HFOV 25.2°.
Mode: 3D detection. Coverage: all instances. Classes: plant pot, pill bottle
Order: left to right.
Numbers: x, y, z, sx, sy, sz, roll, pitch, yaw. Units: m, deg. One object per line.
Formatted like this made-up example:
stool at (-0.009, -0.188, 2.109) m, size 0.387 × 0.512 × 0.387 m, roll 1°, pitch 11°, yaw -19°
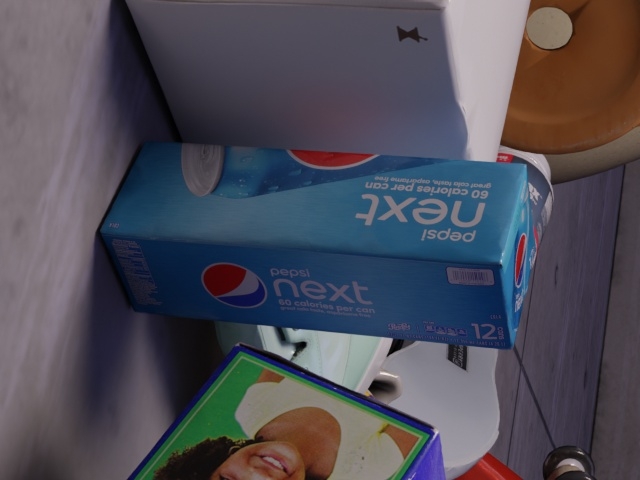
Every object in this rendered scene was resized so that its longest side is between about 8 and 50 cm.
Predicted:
pill bottle at (0.185, -0.032, 1.490) m, size 0.180 × 0.108 × 0.108 m, roll -59°, pitch 148°, yaw -56°
plant pot at (0.193, -0.195, 1.144) m, size 0.203 × 0.291 × 0.291 m, roll -62°, pitch 151°, yaw -61°

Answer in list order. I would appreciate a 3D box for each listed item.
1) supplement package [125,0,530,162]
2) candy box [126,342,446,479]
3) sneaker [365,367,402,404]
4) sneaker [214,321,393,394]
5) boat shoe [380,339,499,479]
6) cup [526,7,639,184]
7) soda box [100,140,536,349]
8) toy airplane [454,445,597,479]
supplement package at (0.028, -0.182, 0.841) m, size 0.177 × 0.175 × 0.293 m, roll 74°, pitch 27°, yaw -52°
candy box at (-0.058, 0.255, 0.645) m, size 0.317 × 0.122 × 0.268 m, roll -52°, pitch 147°, yaw -33°
sneaker at (0.001, 0.139, 0.986) m, size 0.185 × 0.084 × 0.069 m, roll -62°, pitch 151°, yaw -53°
sneaker at (-0.048, 0.098, 0.833) m, size 0.151 × 0.094 × 0.256 m, roll 55°, pitch 48°, yaw -44°
boat shoe at (0.076, 0.139, 1.191) m, size 0.105 × 0.113 × 0.306 m, roll -56°, pitch -175°, yaw 20°
cup at (0.316, -0.215, 1.648) m, size 0.331 × 0.237 × 0.331 m, roll 4°, pitch 90°, yaw -73°
soda box at (0.000, 0.000, 0.737) m, size 0.067 × 0.210 × 0.071 m, roll 76°, pitch 26°, yaw -46°
toy airplane at (0.260, 0.452, 1.586) m, size 0.386 × 0.272 × 0.384 m, roll 52°, pitch 11°, yaw -46°
